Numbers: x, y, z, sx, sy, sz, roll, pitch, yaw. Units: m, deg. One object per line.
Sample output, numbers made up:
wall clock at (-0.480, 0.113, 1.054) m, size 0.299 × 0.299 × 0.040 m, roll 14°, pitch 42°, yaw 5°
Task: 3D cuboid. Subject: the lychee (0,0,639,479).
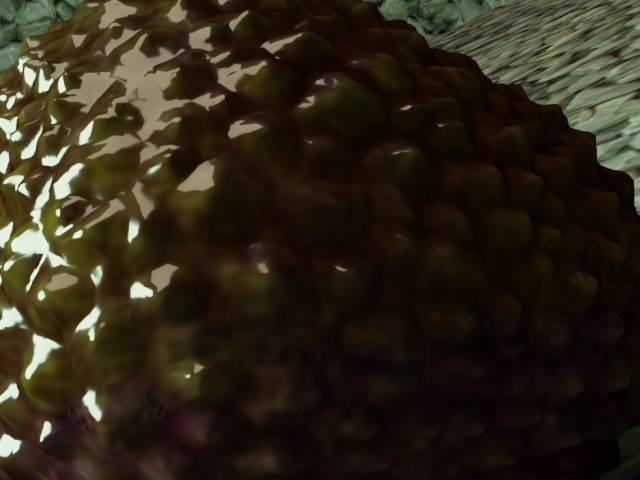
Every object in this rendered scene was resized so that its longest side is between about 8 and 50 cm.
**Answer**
lychee at (0.001, 0.022, 0.434) m, size 0.271 × 0.271 × 0.271 m, roll -25°, pitch 11°, yaw 5°
